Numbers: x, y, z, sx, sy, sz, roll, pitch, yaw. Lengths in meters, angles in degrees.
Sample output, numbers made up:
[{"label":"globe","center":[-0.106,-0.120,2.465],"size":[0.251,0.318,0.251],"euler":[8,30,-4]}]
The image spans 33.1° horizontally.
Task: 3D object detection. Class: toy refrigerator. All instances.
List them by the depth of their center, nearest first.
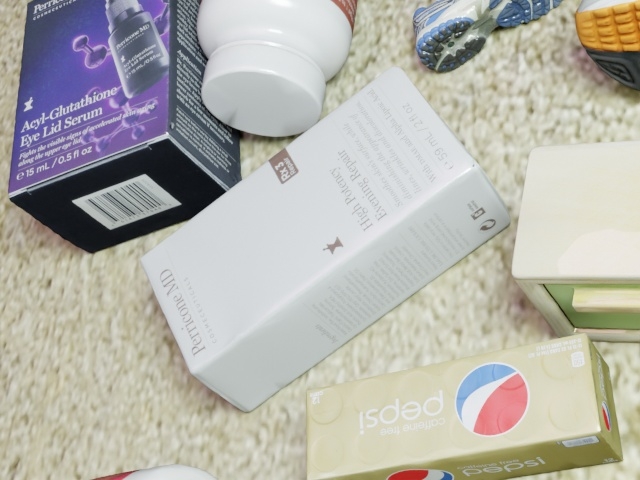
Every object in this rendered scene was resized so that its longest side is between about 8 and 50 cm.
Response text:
[{"label":"toy refrigerator","center":[0.251,0.006,0.583],"size":[0.269,0.102,0.094],"euler":[0,64,29]}]

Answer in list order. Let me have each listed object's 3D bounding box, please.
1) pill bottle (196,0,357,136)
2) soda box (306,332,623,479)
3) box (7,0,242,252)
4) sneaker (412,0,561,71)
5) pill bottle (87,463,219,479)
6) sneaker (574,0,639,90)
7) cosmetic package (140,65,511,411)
[{"label":"pill bottle","center":[-0.030,-0.196,0.844],"size":[0.121,0.121,0.216],"euler":[-6,61,27]},{"label":"soda box","center":[0.082,0.110,0.649],"size":[0.181,0.058,0.061],"euler":[-14,58,22]},{"label":"box","center":[-0.156,-0.117,0.881],"size":[0.153,0.108,0.207],"euler":[-19,56,21]},{"label":"sneaker","center":[0.124,-0.185,0.796],"size":[0.135,0.052,0.058],"euler":[-29,49,12]},{"label":"pill bottle","center":[-0.203,0.248,0.660],"size":[0.318,0.176,0.176],"euler":[-16,57,22]},{"label":"sneaker","center":[0.293,-0.167,0.672],"size":[0.262,0.099,0.121],"euler":[-5,54,19]},{"label":"cosmetic package","center":[0.000,0.000,0.742],"size":[0.231,0.085,0.117],"euler":[-37,51,6]}]
